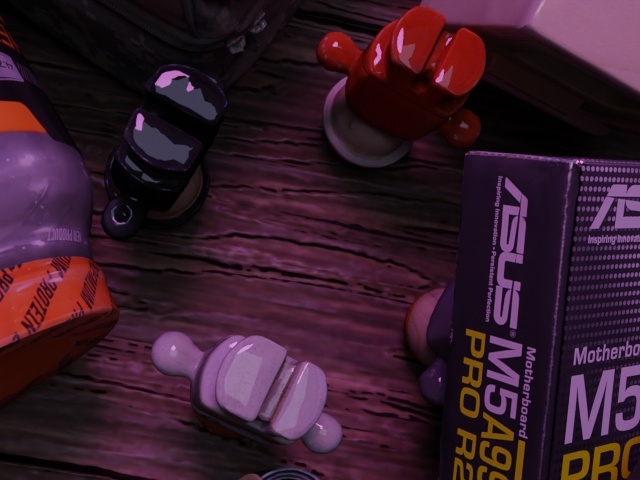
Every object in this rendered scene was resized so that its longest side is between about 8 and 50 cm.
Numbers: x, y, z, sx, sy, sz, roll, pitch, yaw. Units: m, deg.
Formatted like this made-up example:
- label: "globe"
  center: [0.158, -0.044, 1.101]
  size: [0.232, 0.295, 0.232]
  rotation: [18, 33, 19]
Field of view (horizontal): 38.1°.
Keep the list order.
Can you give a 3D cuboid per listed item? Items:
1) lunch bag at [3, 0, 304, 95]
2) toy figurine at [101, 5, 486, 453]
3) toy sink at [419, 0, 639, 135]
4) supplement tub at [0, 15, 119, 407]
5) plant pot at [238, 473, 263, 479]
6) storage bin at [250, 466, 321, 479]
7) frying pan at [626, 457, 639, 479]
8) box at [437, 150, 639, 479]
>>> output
- label: "lunch bag"
  center: [-0.057, -0.251, 0.482]
  size: [0.212, 0.256, 0.305]
  rotation: [35, 70, 1]
- label: "toy figurine"
  center: [0.000, 0.000, 0.495]
  size: [0.213, 0.148, 0.209]
  rotation: [-19, 85, -17]
- label: "toy sink"
  center: [0.154, -0.140, 0.532]
  size: [0.153, 0.234, 0.131]
  rotation: [24, 98, -18]
- label: "supplement tub"
  center: [-0.237, -0.062, 0.435]
  size: [0.194, 0.193, 0.316]
  rotation: [-29, 83, -16]
- label: "plant pot"
  center: [-0.007, 0.153, 0.398]
  size: [0.079, 0.083, 0.083]
  rotation: [23, 72, -17]
- label: "storage bin"
  center: [-0.030, 0.215, 0.457]
  size: [0.122, 0.084, 0.180]
  rotation: [37, 73, 0]
- label: "frying pan"
  center: [0.195, 0.205, 0.420]
  size: [0.197, 0.053, 0.326]
  rotation: [-28, 114, -30]
- label: "box"
  center: [0.174, 0.069, 0.453]
  size: [0.270, 0.060, 0.216]
  rotation: [0, 99, -37]
